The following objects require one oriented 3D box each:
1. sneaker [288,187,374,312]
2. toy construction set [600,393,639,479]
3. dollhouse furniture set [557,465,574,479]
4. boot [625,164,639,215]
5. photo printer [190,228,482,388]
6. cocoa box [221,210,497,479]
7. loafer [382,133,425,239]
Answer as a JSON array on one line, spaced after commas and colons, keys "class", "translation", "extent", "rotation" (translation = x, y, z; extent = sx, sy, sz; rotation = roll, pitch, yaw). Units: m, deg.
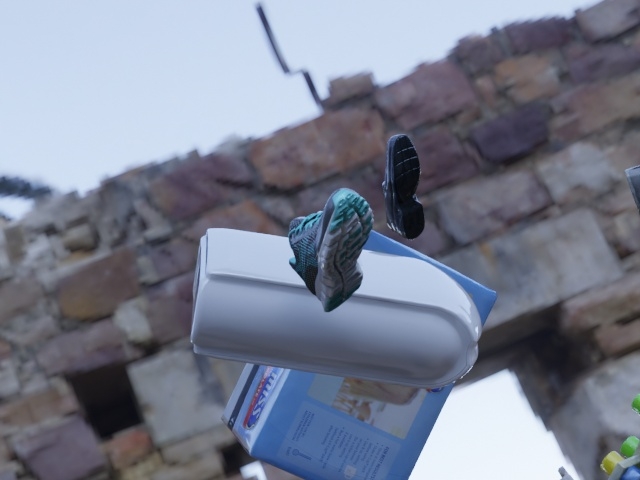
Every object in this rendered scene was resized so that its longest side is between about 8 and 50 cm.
[{"class": "sneaker", "translation": [0.000, 0.000, 1.365], "extent": [0.065, 0.076, 0.166], "rotation": [-37, -23, -28]}, {"class": "toy construction set", "translation": [0.493, 0.226, 1.895], "extent": [0.327, 0.151, 0.215], "rotation": [-36, -32, -50]}, {"class": "dollhouse furniture set", "translation": [0.288, 0.529, 2.215], "extent": [0.355, 0.174, 0.303], "rotation": [-36, 14, 2]}, {"class": "boot", "translation": [0.607, -0.065, 2.326], "extent": [0.208, 0.190, 0.076], "rotation": [-25, 7, 9]}, {"class": "photo printer", "translation": [0.017, 0.071, 1.579], "extent": [0.307, 0.107, 0.256], "rotation": [9, 10, -5]}, {"class": "cocoa box", "translation": [0.048, 0.166, 2.065], "extent": [0.231, 0.347, 0.228], "rotation": [26, -1, -15]}, {"class": "loafer", "translation": [0.118, -0.085, 2.299], "extent": [0.062, 0.170, 0.061], "rotation": [-20, 24, -38]}]
